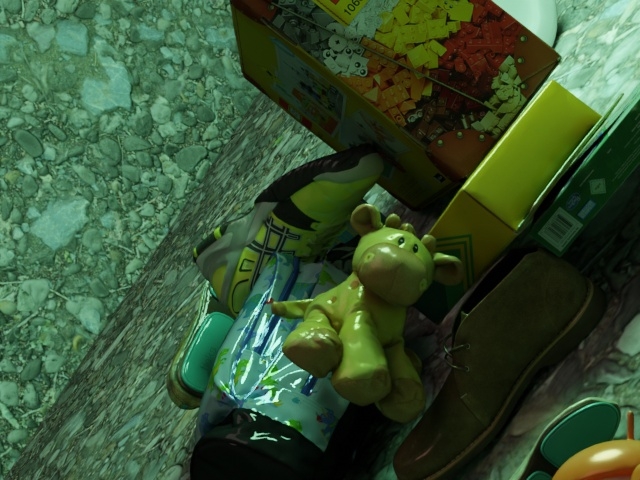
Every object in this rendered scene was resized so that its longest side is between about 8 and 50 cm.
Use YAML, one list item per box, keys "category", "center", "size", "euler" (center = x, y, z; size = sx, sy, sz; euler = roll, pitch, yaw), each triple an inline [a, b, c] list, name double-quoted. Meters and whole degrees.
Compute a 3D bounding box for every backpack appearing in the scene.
- category: "backpack"
  center: [-0.031, 0.183, 1.353]
  size: [0.355, 0.273, 0.290]
  euler: [-47, -17, -34]

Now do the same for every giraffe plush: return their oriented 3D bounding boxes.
- category: "giraffe plush"
  center: [0.064, 0.065, 1.149]
  size: [0.170, 0.181, 0.210]
  euler: [-56, 26, 11]

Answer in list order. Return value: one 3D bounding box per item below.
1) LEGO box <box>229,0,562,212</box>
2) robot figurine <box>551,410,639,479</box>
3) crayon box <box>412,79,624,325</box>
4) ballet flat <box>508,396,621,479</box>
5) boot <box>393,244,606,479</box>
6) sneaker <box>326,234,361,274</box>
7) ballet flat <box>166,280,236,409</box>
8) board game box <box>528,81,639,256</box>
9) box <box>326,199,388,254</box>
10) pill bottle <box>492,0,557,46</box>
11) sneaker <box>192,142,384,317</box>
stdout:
- category: "LEGO box"
  center: [0.077, -0.243, 1.496]
  size: [0.193, 0.372, 0.500]
  euler: [-51, 0, -4]
- category: "robot figurine"
  center: [0.222, 0.232, 0.746]
  size: [0.128, 0.158, 0.219]
  euler: [-31, 35, 31]
- category: "crayon box"
  center: [0.208, -0.049, 1.241]
  size: [0.202, 0.081, 0.318]
  euler: [-48, -7, -29]
- category: "ballet flat"
  center: [0.210, 0.206, 0.993]
  size: [0.168, 0.057, 0.052]
  euler: [-50, 7, 3]
- category: "boot"
  center: [0.163, 0.135, 1.156]
  size: [0.305, 0.115, 0.112]
  euler: [-51, 19, 5]
- category: "sneaker"
  center: [0.088, 0.028, 1.555]
  size: [0.234, 0.078, 0.106]
  euler: [-7, 41, 41]
- category: "ballet flat"
  center: [-0.160, 0.134, 1.782]
  size: [0.123, 0.123, 0.349]
  euler: [-30, 27, 49]
- category: "board game box"
  center: [0.349, -0.132, 1.173]
  size: [0.317, 0.046, 0.213]
  euler: [-53, -6, 16]
- category: "box"
  center: [0.000, 0.000, 1.869]
  size: [0.244, 0.100, 0.060]
  euler: [-33, 25, 45]
- category: "pill bottle"
  center: [0.200, -0.345, 1.855]
  size: [0.229, 0.229, 0.407]
  euler: [-57, 18, -21]
- category: "sneaker"
  center: [-0.026, -0.009, 1.521]
  size: [0.145, 0.147, 0.384]
  euler: [-21, -12, -44]
